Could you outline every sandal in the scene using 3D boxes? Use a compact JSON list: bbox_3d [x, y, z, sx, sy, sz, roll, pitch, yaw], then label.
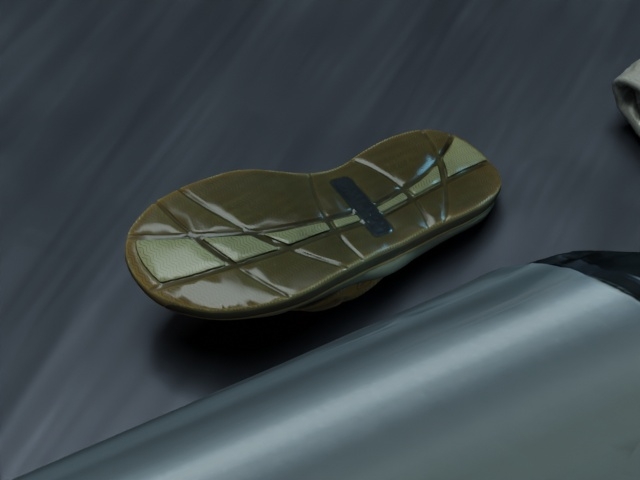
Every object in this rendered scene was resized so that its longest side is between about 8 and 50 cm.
[{"bbox_3d":[0.000,0.000,0.821,0.180,0.049,0.072,-18,57,-28],"label":"sandal"}]

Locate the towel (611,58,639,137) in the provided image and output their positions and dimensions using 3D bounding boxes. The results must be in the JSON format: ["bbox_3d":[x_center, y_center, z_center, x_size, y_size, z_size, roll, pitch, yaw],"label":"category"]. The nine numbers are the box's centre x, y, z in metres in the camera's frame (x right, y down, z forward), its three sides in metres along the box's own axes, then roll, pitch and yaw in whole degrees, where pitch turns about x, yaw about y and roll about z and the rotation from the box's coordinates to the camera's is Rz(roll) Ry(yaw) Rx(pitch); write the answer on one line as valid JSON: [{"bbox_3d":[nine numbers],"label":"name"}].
[{"bbox_3d":[0.291,-0.033,0.819,0.187,0.049,0.282,-32,55,-20],"label":"towel"}]

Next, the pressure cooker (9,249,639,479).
[{"bbox_3d":[-0.030,0.226,0.437,0.420,0.375,0.370,-23,57,-14],"label":"pressure cooker"}]
